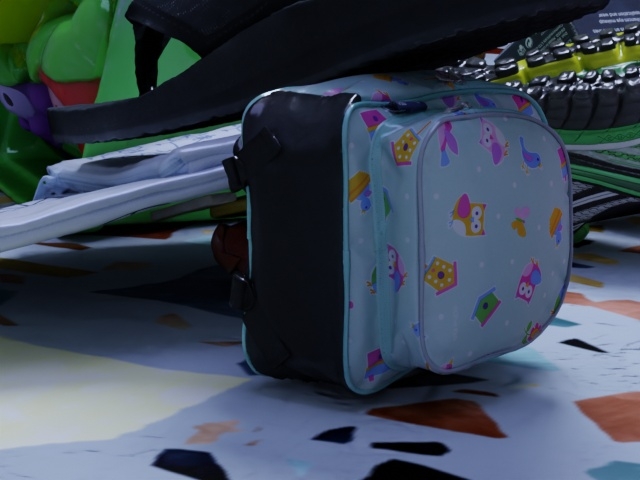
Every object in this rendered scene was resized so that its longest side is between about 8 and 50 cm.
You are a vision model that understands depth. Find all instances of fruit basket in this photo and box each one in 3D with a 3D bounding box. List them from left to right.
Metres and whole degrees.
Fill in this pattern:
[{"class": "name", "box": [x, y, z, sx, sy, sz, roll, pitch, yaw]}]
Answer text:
[{"class": "fruit basket", "box": [-0.236, -0.173, 1.478, 0.392, 0.283, 0.392, 14, 6, -1]}]

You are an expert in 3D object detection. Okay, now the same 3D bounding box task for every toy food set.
[{"class": "toy food set", "box": [0.000, 0.000, 1.203, 0.217, 0.071, 0.128, -8, -2, -32]}]

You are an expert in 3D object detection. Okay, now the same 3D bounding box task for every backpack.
[{"class": "backpack", "box": [0.057, -0.011, 0.993, 0.144, 0.166, 0.188, 3, 12, 35]}]

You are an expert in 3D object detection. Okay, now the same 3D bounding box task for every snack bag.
[{"class": "snack bag", "box": [-0.132, -0.037, 1.172, 0.342, 0.037, 0.323, -17, 6, -20]}]

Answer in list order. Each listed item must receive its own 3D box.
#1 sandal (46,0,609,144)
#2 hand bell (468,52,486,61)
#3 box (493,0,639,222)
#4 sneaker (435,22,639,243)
[{"class": "sandal", "box": [-0.012, -0.137, 1.102, 0.167, 0.107, 0.445, -14, 1, -42]}, {"class": "hand bell", "box": [0.125, -0.153, 1.508, 0.126, 0.242, 0.126, 1, 12, 0]}, {"class": "box", "box": [0.247, -0.109, 1.465, 0.156, 0.158, 0.093, -9, -24, -40]}, {"class": "sneaker", "box": [0.123, -0.050, 1.328, 0.343, 0.146, 0.134, -6, 29, 19]}]
